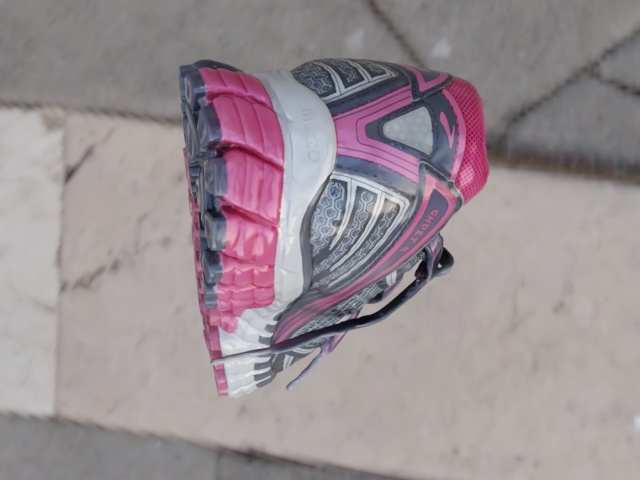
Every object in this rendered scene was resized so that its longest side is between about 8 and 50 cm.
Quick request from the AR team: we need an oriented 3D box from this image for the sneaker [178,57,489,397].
[{"bbox_3d":[0.000,0.000,0.840,0.112,0.299,0.121,-6,82,-5],"label":"sneaker"}]
